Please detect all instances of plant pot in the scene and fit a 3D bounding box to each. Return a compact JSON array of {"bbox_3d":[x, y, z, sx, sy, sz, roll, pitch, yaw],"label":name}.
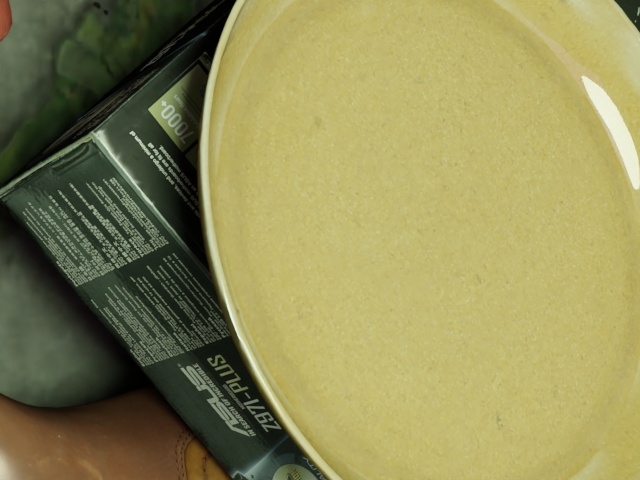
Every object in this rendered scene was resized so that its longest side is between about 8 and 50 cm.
[{"bbox_3d":[0.052,-0.005,0.512,0.236,0.032,0.236,12,69,-34],"label":"plant pot"}]

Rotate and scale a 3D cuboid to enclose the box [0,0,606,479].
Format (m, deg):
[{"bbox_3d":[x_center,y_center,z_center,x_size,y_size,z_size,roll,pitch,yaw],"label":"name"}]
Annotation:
[{"bbox_3d":[0.000,0.000,0.542,0.180,0.077,0.147,51,53,-14],"label":"box"}]

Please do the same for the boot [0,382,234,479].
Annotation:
[{"bbox_3d":[-0.024,0.032,0.596,0.264,0.096,0.280,40,69,-20],"label":"boot"}]

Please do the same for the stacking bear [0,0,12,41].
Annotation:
[{"bbox_3d":[-0.176,-0.199,0.421,0.164,0.175,0.289,-26,119,-58],"label":"stacking bear"}]

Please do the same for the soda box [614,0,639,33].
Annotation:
[{"bbox_3d":[0.089,-0.114,0.676,0.169,0.053,0.060,30,78,-29],"label":"soda box"}]
